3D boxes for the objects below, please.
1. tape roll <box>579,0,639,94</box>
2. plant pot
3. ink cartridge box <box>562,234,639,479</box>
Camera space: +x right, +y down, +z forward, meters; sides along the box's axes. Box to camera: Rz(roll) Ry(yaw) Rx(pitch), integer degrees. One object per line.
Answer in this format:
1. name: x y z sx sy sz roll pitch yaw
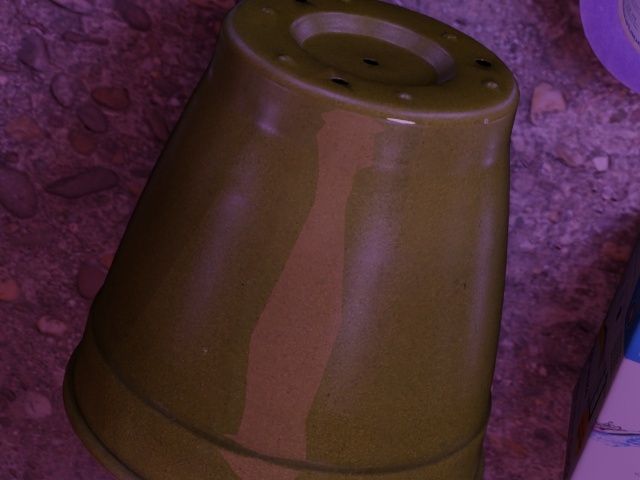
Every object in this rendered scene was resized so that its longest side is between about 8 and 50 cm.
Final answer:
1. tape roll: 0.294 -0.199 1.370 0.189 0.080 0.189 7 127 9
2. plant pot: 0.000 0.000 1.454 0.366 0.366 0.353 16 117 3
3. ink cartridge box: 0.323 0.120 1.542 0.168 0.171 0.233 17 128 2
